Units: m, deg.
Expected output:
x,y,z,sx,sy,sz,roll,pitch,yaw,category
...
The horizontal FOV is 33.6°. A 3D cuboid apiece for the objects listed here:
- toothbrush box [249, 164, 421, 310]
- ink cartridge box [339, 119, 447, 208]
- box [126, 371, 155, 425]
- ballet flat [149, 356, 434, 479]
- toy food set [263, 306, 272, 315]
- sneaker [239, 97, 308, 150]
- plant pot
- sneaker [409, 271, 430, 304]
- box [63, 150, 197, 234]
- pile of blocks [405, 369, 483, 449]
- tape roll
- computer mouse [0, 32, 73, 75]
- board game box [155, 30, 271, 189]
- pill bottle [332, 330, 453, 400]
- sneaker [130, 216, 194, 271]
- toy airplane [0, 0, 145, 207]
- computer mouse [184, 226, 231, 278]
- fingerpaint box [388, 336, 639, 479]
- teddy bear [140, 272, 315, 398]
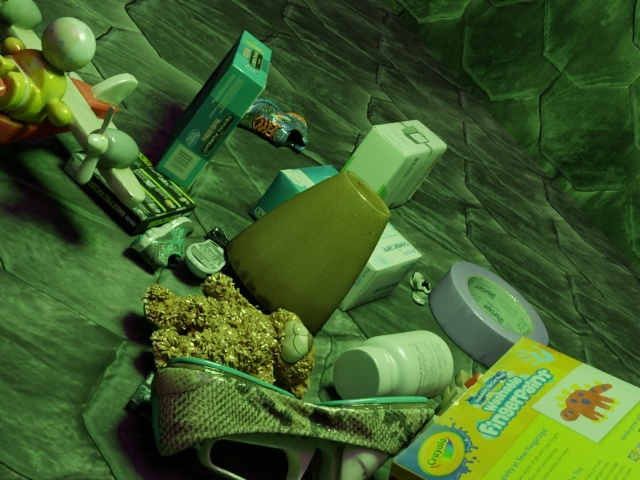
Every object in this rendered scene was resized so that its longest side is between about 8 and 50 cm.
x,y,z,sx,sy,sz,roll,pitch,yaw,category
0.034,-0.012,2.206,0.295,0.126,0.216,47,26,17,toothbrush box
0.169,-0.179,2.585,0.115,0.198,0.273,43,25,15,ink cartridge box
-0.238,0.235,1.544,0.067,0.018,0.083,37,25,-3,box
-0.036,0.297,1.568,0.482,0.164,0.182,14,67,-32,ballet flat
-0.069,0.141,1.928,0.082,0.020,0.083,22,29,-30,toy food set
-0.108,-0.273,2.525,0.221,0.083,0.087,12,40,-39,sneaker
0.000,0.000,1.938,0.237,0.254,0.237,42,14,-13,plant pot
0.228,0.100,2.367,0.040,0.044,0.109,27,25,-17,sneaker
-0.348,-0.099,1.949,0.190,0.045,0.184,42,23,12,box
0.274,0.337,1.938,0.149,0.113,0.362,40,25,7,pile of blocks
0.379,0.173,2.387,0.275,0.090,0.275,31,26,-17,tape roll
-0.578,-0.319,2.002,0.188,0.072,0.272,32,13,-6,computer mouse
-0.206,-0.269,2.127,0.079,0.254,0.336,36,18,-13,board game box
0.129,0.234,1.900,0.229,0.131,0.131,0,44,-53,pill bottle
-0.267,0.011,1.863,0.076,0.065,0.166,56,30,1,sneaker
-0.440,-0.257,1.768,0.386,0.272,0.384,27,36,-22,toy airplane
-0.200,0.032,1.923,0.106,0.042,0.193,46,20,8,computer mouse
0.370,0.377,1.671,0.371,0.163,0.445,24,34,27,fingerpaint box
-0.136,0.158,1.706,0.338,0.113,0.245,26,29,-23,teddy bear
